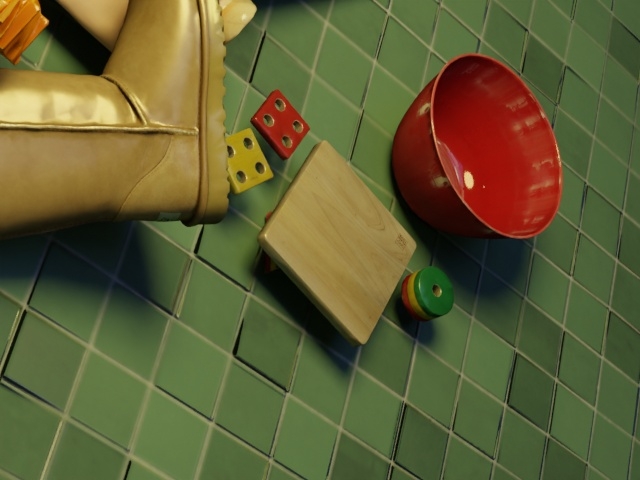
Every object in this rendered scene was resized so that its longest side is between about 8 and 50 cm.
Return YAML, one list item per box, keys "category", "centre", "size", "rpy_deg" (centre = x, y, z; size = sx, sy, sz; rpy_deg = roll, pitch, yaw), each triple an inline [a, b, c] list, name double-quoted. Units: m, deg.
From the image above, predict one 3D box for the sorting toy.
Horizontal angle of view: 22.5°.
- category: "sorting toy"
  centre: [0.000, 0.000, 1.385]
  size: [0.274, 0.046, 0.132]
  rpy_deg: [48, 46, -20]

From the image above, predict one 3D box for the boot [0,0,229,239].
- category: "boot"
  centre: [-0.202, -0.113, 1.143]
  size: [0.269, 0.089, 0.236]
  rpy_deg: [-2, 78, -26]

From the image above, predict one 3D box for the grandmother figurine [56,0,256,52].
- category: "grandmother figurine"
  centre: [-0.215, -0.250, 1.246]
  size: [0.342, 0.104, 0.208]
  rpy_deg: [43, 62, -20]

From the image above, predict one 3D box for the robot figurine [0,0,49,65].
- category: "robot figurine"
  centre: [-0.270, -0.267, 1.100]
  size: [0.291, 0.085, 0.211]
  rpy_deg: [40, 81, 9]

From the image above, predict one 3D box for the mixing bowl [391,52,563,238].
- category: "mixing bowl"
  centre: [0.133, -0.075, 1.511]
  size: [0.181, 0.098, 0.181]
  rpy_deg: [20, 60, -39]
